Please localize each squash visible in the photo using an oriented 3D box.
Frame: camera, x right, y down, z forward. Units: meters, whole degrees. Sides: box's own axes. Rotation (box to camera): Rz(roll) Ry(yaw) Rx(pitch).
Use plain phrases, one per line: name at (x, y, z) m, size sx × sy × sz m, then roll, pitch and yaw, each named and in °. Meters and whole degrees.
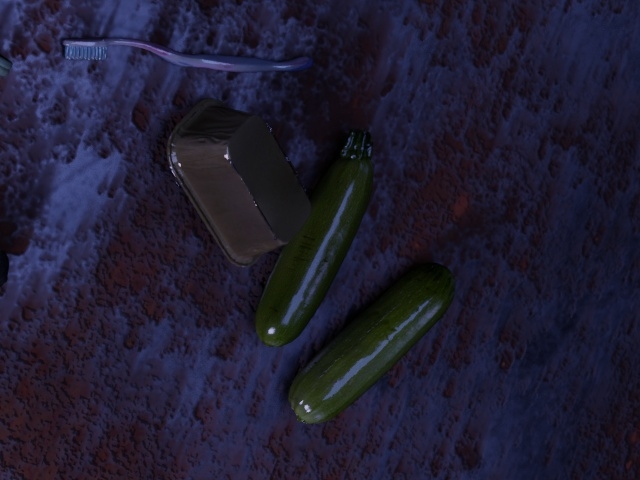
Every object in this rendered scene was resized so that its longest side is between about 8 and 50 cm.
squash at (0.000, 0.000, 1.605) m, size 0.066 × 0.066 × 0.252 m, roll 27°, pitch 89°, yaw -26°
squash at (0.058, 0.114, 1.655) m, size 0.239 × 0.069 × 0.069 m, roll -42°, pitch 114°, yaw -11°

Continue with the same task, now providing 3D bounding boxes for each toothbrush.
toothbrush at (-0.131, -0.188, 1.534) m, size 0.269 × 0.021 × 0.027 m, roll 1°, pitch 113°, yaw -24°

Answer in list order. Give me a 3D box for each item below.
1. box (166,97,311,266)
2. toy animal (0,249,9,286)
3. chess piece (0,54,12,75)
box at (-0.086, -0.059, 1.544) m, size 0.111 × 0.111 × 0.177 m, roll -37°, pitch 117°, yaw -13°
toy animal at (-0.463, 0.072, 1.398) m, size 0.343 × 0.106 × 0.168 m, roll -39°, pitch 112°, yaw -16°
chess piece at (-0.337, -0.142, 1.446) m, size 0.042 × 0.042 × 0.093 m, roll 30°, pitch 94°, yaw -26°
